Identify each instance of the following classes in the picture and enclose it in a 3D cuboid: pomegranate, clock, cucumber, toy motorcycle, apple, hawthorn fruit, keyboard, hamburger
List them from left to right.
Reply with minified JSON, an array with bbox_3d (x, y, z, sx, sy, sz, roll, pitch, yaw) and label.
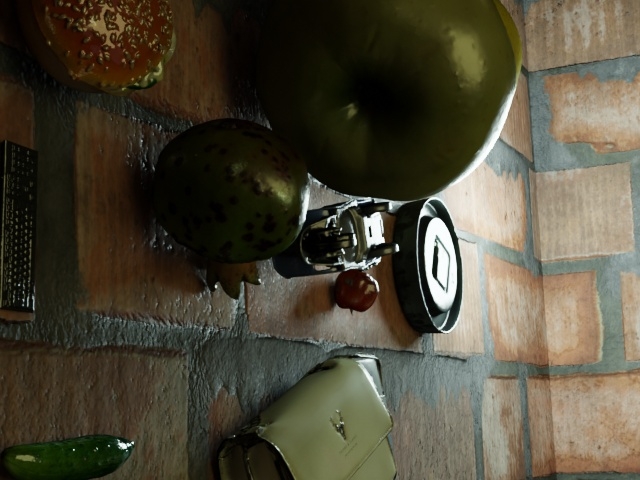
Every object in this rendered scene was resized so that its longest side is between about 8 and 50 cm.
[{"bbox_3d":[-0.362,-0.016,1.303,0.067,0.011,0.202,20,67,-63],"label":"keyboard"},{"bbox_3d":[-0.297,0.266,1.322,0.250,0.056,0.056,10,75,-61],"label":"cucumber"},{"bbox_3d":[-0.284,-0.291,1.378,0.237,0.147,0.237,30,55,-56],"label":"hamburger"},{"bbox_3d":[-0.111,-0.044,1.586,0.286,0.231,0.231,63,32,-36],"label":"pomegranate"},{"bbox_3d":[0.000,0.000,1.847,0.358,0.212,0.125,-15,97,-68],"label":"toy motorcycle"},{"bbox_3d":[0.066,0.100,2.100,0.093,0.093,0.093,25,61,-61],"label":"hawthorn fruit"},{"bbox_3d":[0.117,-0.300,1.892,0.473,0.473,0.474,25,61,-61],"label":"apple"},{"bbox_3d":[0.253,0.060,2.514,0.319,0.066,0.319,27,60,-60],"label":"clock"}]

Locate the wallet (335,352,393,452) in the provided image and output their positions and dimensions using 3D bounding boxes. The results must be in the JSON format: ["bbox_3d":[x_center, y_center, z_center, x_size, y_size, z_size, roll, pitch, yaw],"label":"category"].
[{"bbox_3d":[0.087,0.330,2.101,0.170,0.069,0.231,9,74,-59],"label":"wallet"}]

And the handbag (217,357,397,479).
[{"bbox_3d":[-0.014,0.358,1.781,0.358,0.160,0.237,-31,105,-62],"label":"handbag"}]

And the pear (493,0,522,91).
[{"bbox_3d":[0.243,-0.375,2.281,0.418,0.362,0.362,-51,129,-64],"label":"pear"}]
